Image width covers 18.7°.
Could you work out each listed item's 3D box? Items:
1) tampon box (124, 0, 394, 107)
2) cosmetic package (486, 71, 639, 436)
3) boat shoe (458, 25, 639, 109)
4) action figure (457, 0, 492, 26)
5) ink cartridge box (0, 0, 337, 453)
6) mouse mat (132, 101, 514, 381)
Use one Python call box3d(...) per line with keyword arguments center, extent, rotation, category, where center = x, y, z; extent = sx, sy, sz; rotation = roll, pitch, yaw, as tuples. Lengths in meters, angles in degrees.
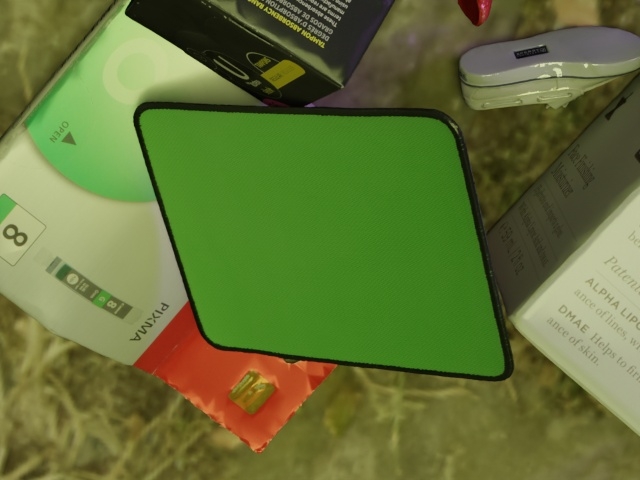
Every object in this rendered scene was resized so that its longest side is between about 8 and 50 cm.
box3d(center=(-0.005, -0.157, 0.934), extent=(0.101, 0.120, 0.161), rotation=(32, 81, -10), category="tampon box")
box3d(center=(0.203, 0.002, 0.995), extent=(0.151, 0.151, 0.184), rotation=(40, 101, -11), category="cosmetic package")
box3d(center=(0.123, -0.087, 1.031), extent=(0.100, 0.035, 0.035), rotation=(-10, 134, -3), category="boat shoe")
box3d(center=(0.216, -0.153, 0.954), extent=(0.280, 0.139, 0.091), rotation=(-8, 107, -8), category="action figure")
box3d(center=(-0.065, -0.006, 1.037), extent=(0.224, 0.056, 0.181), rotation=(39, 102, -10), category="ink cartridge box")
box3d(center=(0.000, 0.000, 0.965), extent=(0.189, 0.007, 0.153), rotation=(5, 124, 32), category="mouse mat")
